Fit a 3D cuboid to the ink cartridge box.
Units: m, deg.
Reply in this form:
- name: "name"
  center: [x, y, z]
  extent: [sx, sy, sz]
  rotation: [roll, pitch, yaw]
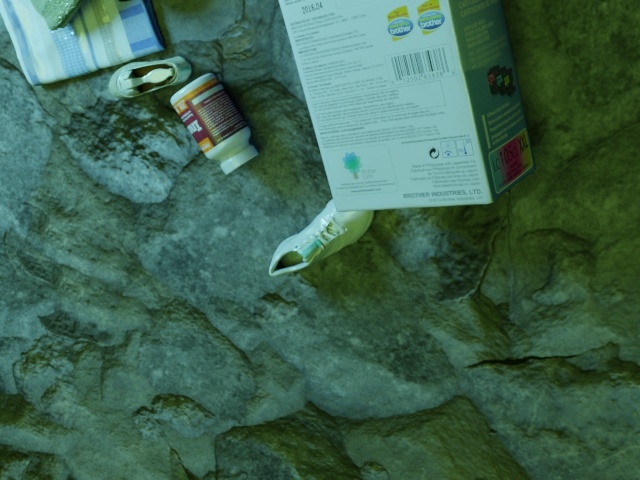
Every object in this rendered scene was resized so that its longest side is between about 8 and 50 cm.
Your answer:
- name: "ink cartridge box"
  center: [0.113, -0.250, 1.110]
  extent: [0.270, 0.151, 0.395]
  rotation: [-2, 114, 39]

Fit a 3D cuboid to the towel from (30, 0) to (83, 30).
- name: "towel"
  center: [-0.425, -0.412, 1.288]
  extent: [0.148, 0.027, 0.110]
  rotation: [-29, 101, 43]

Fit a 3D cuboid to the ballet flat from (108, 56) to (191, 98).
- name: "ballet flat"
  center: [-0.294, -0.271, 1.339]
  extent: [0.168, 0.052, 0.057]
  rotation: [-12, 106, 24]

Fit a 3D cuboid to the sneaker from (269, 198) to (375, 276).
- name: "sneaker"
  center: [0.000, 0.000, 1.319]
  extent: [0.212, 0.094, 0.080]
  rotation: [-38, 94, 28]

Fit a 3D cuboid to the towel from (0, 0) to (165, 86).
- name: "towel"
  center: [-0.412, -0.384, 1.348]
  extent: [0.285, 0.034, 0.209]
  rotation: [-9, 108, 22]

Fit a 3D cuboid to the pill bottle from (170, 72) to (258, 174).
- name: "pill bottle"
  center: [-0.169, -0.187, 1.309]
  extent: [0.086, 0.086, 0.152]
  rotation: [-29, 99, 27]
